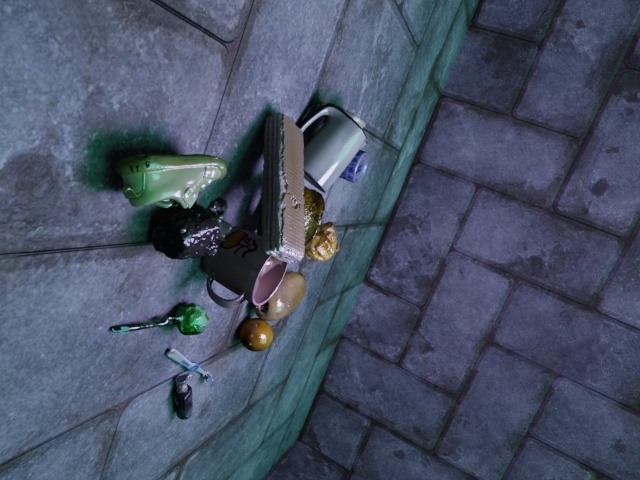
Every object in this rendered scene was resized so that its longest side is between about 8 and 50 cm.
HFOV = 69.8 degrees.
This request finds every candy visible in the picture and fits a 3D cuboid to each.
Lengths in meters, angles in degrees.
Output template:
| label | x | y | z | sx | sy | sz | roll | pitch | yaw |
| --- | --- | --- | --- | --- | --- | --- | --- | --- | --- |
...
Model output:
| label | x | y | z | sx | sy | sz | roll | pitch | yaw |
| --- | --- | --- | --- | --- | --- | --- | --- | --- | --- |
| candy | -0.430 | 0.223 | 1.252 | 0.323 | 0.097 | 0.097 | 8 | 106 | -63 |

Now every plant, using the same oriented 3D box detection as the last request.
| label | x | y | z | sx | sy | sz | roll | pitch | yaw |
| --- | --- | --- | --- | --- | --- | --- | --- | --- | --- |
| plant | -0.310 | -0.031 | 1.143 | 0.203 | 0.131 | 0.143 | -14 | 126 | -56 |

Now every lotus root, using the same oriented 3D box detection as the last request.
| label | x | y | z | sx | sy | sz | roll | pitch | yaw |
| --- | --- | --- | --- | --- | --- | --- | --- | --- | --- |
| lotus root | -0.146 | 0.218 | 1.891 | 0.342 | 0.151 | 0.169 | -28 | 140 | -57 |

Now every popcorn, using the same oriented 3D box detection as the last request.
| label | x | y | z | sx | sy | sz | roll | pitch | yaw |
| --- | --- | --- | --- | --- | --- | --- | --- | --- | --- |
| popcorn | 0.003 | 0.012 | 2.083 | 0.163 | 0.140 | 0.194 | 72 | 35 | -53 |

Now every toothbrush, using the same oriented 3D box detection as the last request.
| label | x | y | z | sx | sy | sz | roll | pitch | yaw |
| --- | --- | --- | --- | --- | --- | --- | --- | --- | --- |
| toothbrush | -0.436 | 0.423 | 1.553 | 0.040 | 0.040 | 0.386 | -57 | 157 | -22 |

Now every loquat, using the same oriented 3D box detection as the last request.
| label | x | y | z | sx | sy | sz | roll | pitch | yaw |
| --- | --- | --- | --- | --- | --- | --- | --- | --- | --- |
| loquat | -0.253 | 0.374 | 1.819 | 0.141 | 0.141 | 0.141 | -53 | 159 | -32 |

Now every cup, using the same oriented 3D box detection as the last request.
| label | x | y | z | sx | sy | sz | roll | pitch | yaw |
| --- | --- | --- | --- | --- | --- | --- | --- | --- | --- |
| cup | -0.245 | 0.087 | 1.367 | 0.253 | 0.200 | 0.192 | -52 | 158 | -36 |

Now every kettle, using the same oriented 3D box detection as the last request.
| label | x | y | z | sx | sy | sz | roll | pitch | yaw |
| --- | --- | --- | --- | --- | --- | --- | --- | --- | --- |
| kettle | 0.017 | -0.328 | 1.585 | 0.240 | 0.165 | 0.255 | 40 | 90 | -29 |

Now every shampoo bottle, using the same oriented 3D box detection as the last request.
| label | x | y | z | sx | sy | sz | roll | pitch | yaw |
| --- | --- | --- | --- | --- | --- | --- | --- | --- | --- |
| shampoo bottle | -0.463 | 0.528 | 1.559 | 0.063 | 0.057 | 0.208 | -45 | 154 | -46 |

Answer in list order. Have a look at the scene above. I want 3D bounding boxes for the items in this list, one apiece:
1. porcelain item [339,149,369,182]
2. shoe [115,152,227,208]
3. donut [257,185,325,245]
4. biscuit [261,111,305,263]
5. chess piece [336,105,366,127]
| label | x | y | z | sx | sy | sz | roll | pitch | yaw |
| --- | --- | --- | --- | --- | --- | --- | --- | --- | --- |
| porcelain item | 0.133 | -0.335 | 2.015 | 0.147 | 0.114 | 0.147 | -52 | 156 | -35 |
| shoe | -0.324 | -0.134 | 0.989 | 0.262 | 0.140 | 0.128 | -9 | 113 | -62 |
| donut | -0.115 | -0.080 | 1.483 | 0.107 | 0.272 | 0.272 | 29 | 85 | -34 |
| biscuit | -0.107 | -0.152 | 1.319 | 0.144 | 0.078 | 0.426 | 29 | 54 | -58 |
| chess piece | 0.052 | -0.366 | 1.748 | 0.251 | 0.144 | 0.144 | -61 | 163 | 9 |
